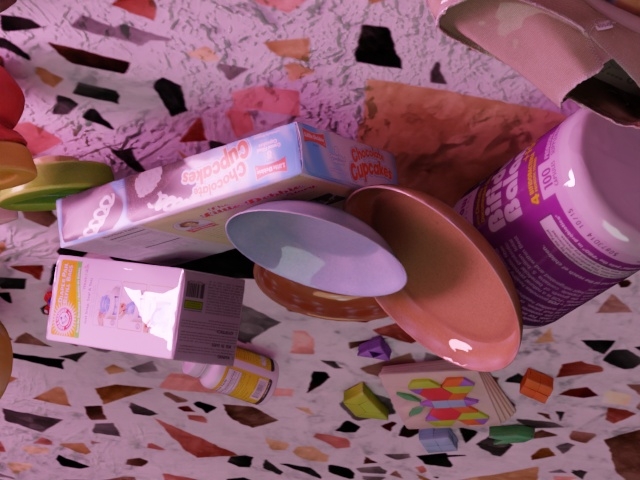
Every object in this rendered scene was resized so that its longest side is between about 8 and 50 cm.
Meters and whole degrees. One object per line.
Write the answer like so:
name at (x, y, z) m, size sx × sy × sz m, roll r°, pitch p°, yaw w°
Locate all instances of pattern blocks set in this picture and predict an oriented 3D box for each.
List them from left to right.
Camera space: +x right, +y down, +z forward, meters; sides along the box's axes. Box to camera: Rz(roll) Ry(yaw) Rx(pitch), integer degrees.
pattern blocks set at (0.167, 0.206, 2.282) m, size 0.285 × 0.026 × 0.325 m, roll -13°, pitch 144°, yaw 29°

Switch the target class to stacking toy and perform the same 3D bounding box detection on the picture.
stacking toy at (-0.386, -0.099, 1.845) m, size 0.309 × 0.130 × 0.279 m, roll -12°, pitch 171°, yaw 33°

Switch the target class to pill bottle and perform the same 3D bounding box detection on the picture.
pill bottle at (-0.118, 0.168, 2.231) m, size 0.116 × 0.065 × 0.065 m, roll 22°, pitch 146°, yaw -24°
pill bottle at (0.234, -0.009, 1.775) m, size 0.169 × 0.169 × 0.301 m, roll 21°, pitch 145°, yaw -24°

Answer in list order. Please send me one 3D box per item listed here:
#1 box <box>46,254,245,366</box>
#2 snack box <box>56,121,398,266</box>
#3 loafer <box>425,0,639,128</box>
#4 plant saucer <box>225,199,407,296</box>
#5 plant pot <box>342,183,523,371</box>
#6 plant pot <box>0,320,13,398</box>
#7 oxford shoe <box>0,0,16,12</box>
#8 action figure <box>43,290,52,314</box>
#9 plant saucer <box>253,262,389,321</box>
box at (-0.203, 0.080, 1.983) m, size 0.203 × 0.103 × 0.114 m, roll 5°, pitch 176°, yaw 37°
snack box at (-0.100, -0.043, 1.828) m, size 0.322 × 0.060 × 0.187 m, roll -15°, pitch 164°, yaw 31°
loafer at (0.220, -0.178, 1.571) m, size 0.268 × 0.092 × 0.102 m, roll 17°, pitch 147°, yaw -17°
plant saucer at (0.000, 0.000, 1.758) m, size 0.195 × 0.037 × 0.195 m, roll 16°, pitch 158°, yaw 7°
plant pot at (0.119, 0.033, 1.753) m, size 0.236 × 0.032 × 0.236 m, roll 35°, pitch 150°, yaw 24°
plant pot at (-0.505, 0.130, 2.087) m, size 0.254 × 0.254 × 0.239 m, roll -6°, pitch 163°, yaw 19°
oxford shoe at (-0.385, -0.235, 1.626) m, size 0.212 × 0.076 × 0.076 m, roll -11°, pitch 115°, yaw 30°
action figure at (-0.316, 0.068, 2.137) m, size 0.038 × 0.030 × 0.115 m, roll 18°, pitch 149°, yaw -28°
plant saucer at (0.022, 0.033, 2.010) m, size 0.200 × 0.037 × 0.200 m, roll 5°, pitch 150°, yaw 3°
